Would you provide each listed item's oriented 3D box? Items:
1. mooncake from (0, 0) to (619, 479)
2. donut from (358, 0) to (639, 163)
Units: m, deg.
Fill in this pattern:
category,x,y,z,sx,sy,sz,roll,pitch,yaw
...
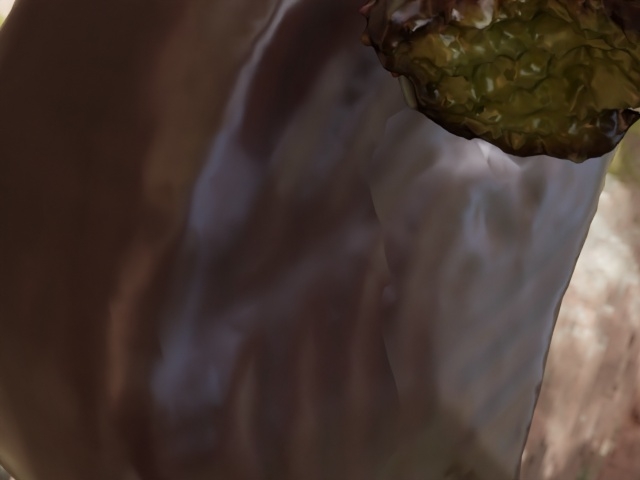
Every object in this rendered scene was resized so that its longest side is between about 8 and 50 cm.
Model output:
category,x,y,z,sx,sy,sz,roll,pitch,yaw
mooncake,0.000,0.000,0.684,0.326,0.174,0.334,-47,127,-22
donut,0.135,-0.082,0.484,0.216,0.230,0.096,-56,140,-23
